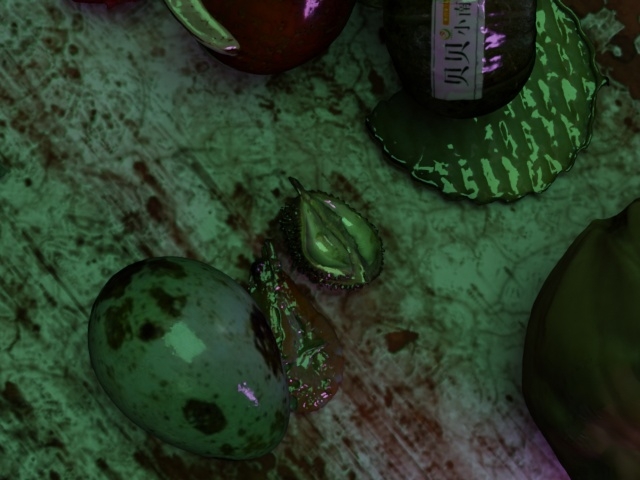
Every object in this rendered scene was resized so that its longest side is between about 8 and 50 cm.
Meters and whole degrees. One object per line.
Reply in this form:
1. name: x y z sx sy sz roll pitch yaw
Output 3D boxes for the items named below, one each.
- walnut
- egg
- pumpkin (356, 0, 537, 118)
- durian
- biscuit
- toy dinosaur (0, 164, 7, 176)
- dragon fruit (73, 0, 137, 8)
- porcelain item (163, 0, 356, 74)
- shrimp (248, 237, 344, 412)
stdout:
1. walnut: 0.381 0.127 1.575 0.383 0.383 0.384 2 77 -8
2. egg: -0.123 0.119 1.574 0.169 0.169 0.231 -43 95 -14
3. pumpkin: 0.124 -0.256 1.626 0.189 0.260 0.260 2 77 7
4. durian: -0.002 0.002 1.663 0.140 0.071 0.110 53 37 10
5. biscuit: 0.195 -0.133 1.742 0.273 0.036 0.187 -32 82 -13
6. toy dinosaur: -0.438 -0.054 1.614 0.205 0.092 0.393 -44 89 -10
7. dragon fruit: -0.236 -0.313 1.680 0.136 0.133 0.166 -23 81 -55
8. porcelain item: -0.080 -0.293 1.630 0.253 0.253 0.253 2 77 -8
9. shrimp: -0.034 0.087 1.662 0.091 0.043 0.184 -20 87 -19
